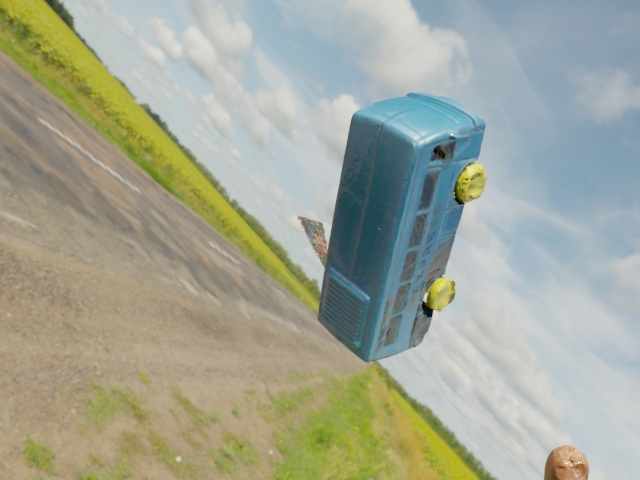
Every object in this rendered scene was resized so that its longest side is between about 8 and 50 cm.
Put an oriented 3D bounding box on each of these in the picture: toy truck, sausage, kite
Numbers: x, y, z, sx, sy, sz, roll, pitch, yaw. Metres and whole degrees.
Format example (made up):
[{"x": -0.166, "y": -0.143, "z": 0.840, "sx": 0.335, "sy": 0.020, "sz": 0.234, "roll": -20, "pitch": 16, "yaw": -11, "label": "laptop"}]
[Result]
[{"x": 0.112, "y": -0.014, "z": 0.819, "sx": 0.161, "sy": 0.162, "sz": 0.385, "roll": 36, "pitch": -53, "yaw": 40, "label": "toy truck"}, {"x": 0.196, "y": 0.232, "z": 0.450, "sx": 0.030, "sy": 0.035, "sz": 0.147, "roll": -100, "pitch": -174, "yaw": -77, "label": "sausage"}, {"x": 0.000, "y": 0.000, "z": 1.275, "sx": 0.189, "sy": 0.009, "sz": 0.232, "roll": 49, "pitch": 18, "yaw": -34, "label": "kite"}]
